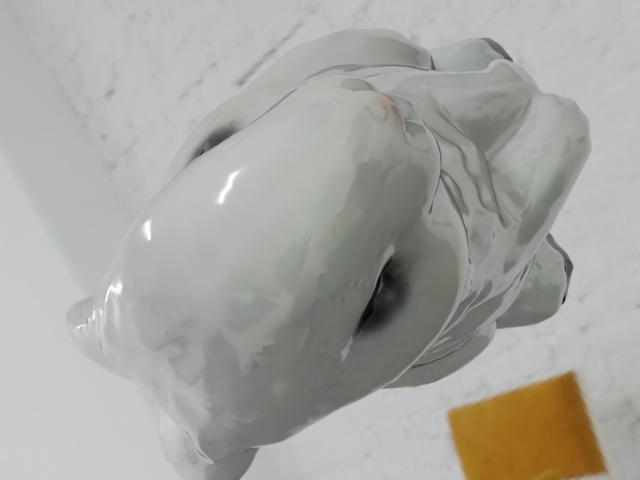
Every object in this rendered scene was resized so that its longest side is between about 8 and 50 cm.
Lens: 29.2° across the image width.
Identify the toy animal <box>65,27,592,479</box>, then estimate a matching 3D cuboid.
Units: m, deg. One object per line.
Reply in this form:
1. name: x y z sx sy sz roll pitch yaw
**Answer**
1. toy animal: 0.000 0.000 0.575 0.257 0.194 0.357 -26 0 23
